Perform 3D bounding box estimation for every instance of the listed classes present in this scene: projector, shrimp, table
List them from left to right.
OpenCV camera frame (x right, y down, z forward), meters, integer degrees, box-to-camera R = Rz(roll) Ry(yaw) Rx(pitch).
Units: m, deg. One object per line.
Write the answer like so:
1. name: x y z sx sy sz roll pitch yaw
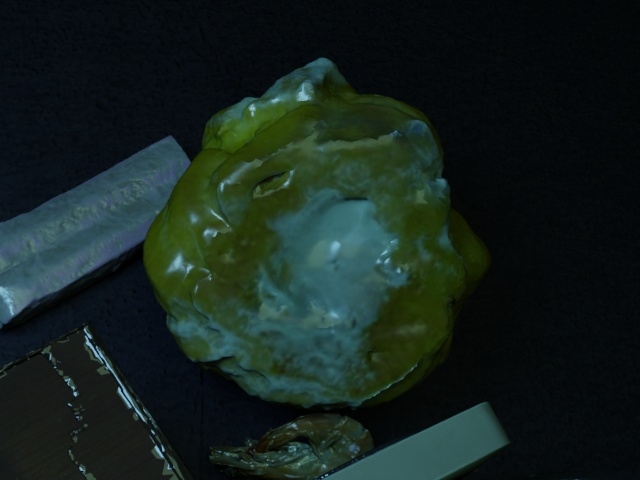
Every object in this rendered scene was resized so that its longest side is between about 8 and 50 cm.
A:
1. table: -0.284 0.254 0.905 0.282 0.250 0.196 -28 76 -31
2. shrimp: -0.030 0.224 1.116 0.180 0.099 0.041 1 35 -8
3. projector: 0.028 0.264 1.011 0.259 0.257 0.079 -19 70 -27

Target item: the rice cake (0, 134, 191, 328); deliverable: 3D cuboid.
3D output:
1. rice cake: -0.254 -0.013 1.175 0.298 0.050 0.106 -33 79 -32

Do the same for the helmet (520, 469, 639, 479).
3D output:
1. helmet: 0.272 0.374 1.105 0.253 0.198 0.154 -51 128 -57

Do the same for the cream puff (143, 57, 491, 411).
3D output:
1. cream puff: 0.000 0.000 1.157 0.378 0.275 0.378 -1 96 -11
